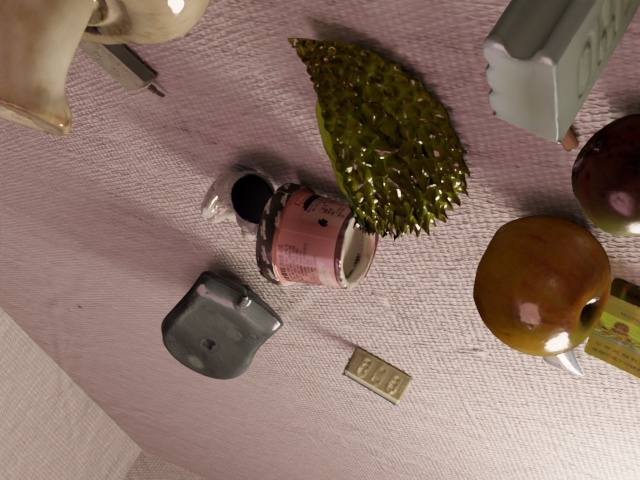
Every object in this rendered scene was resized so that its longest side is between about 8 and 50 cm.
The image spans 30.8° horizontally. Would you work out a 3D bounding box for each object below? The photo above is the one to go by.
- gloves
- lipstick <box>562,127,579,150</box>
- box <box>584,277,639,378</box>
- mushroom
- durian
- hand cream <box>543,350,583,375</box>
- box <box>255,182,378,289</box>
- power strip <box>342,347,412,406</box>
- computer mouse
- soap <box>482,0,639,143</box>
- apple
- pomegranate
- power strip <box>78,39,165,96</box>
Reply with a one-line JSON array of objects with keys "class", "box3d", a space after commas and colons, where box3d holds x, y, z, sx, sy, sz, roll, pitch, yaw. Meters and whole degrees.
[{"class": "gloves", "box3d": [-0.119, -0.054, 1.765, 0.119, 0.097, 0.229, 61, 158, -5]}, {"class": "lipstick", "box3d": [0.253, -0.134, 1.258, 0.019, 0.019, 0.094, 6, 145, 46]}, {"class": "box", "box3d": [0.423, 0.126, 1.541, 0.121, 0.030, 0.193, 25, 155, 15]}, {"class": "mushroom", "box3d": [-0.242, -0.307, 1.253, 0.315, 0.315, 0.355, -9, 99, 56]}, {"class": "durian", "box3d": [0.079, -0.117, 1.437, 0.169, 0.158, 0.351, 58, 177, 41]}, {"class": "hand cream", "box3d": [0.334, 0.144, 1.673, 0.065, 0.043, 0.170, 22, 159, 35]}, {"class": "box", "box3d": [0.000, 0.000, 1.676, 0.135, 0.151, 0.151, 10, 149, 25]}, {"class": "power strip", "box3d": [0.103, 0.249, 2.134, 0.123, 0.056, 0.032, 29, 158, 8]}, {"class": "computer mouse", "box3d": [-0.184, 0.148, 2.214, 0.188, 0.121, 0.371, 32, 150, -7]}, {"class": "soap", "box3d": [0.211, -0.190, 0.977, 0.067, 0.198, 0.119, 21, 154, 26]}, {"class": "apple", "box3d": [0.266, 0.054, 1.418, 0.155, 0.182, 0.182, 31, 159, 31]}, {"class": "pomegranate", "box3d": [0.336, -0.058, 1.175, 0.159, 0.129, 0.129, 23, 156, 4]}, {"class": "power strip", "box3d": [-0.319, -0.284, 1.652, 0.253, 0.027, 0.060, 42, 155, -21]}]
